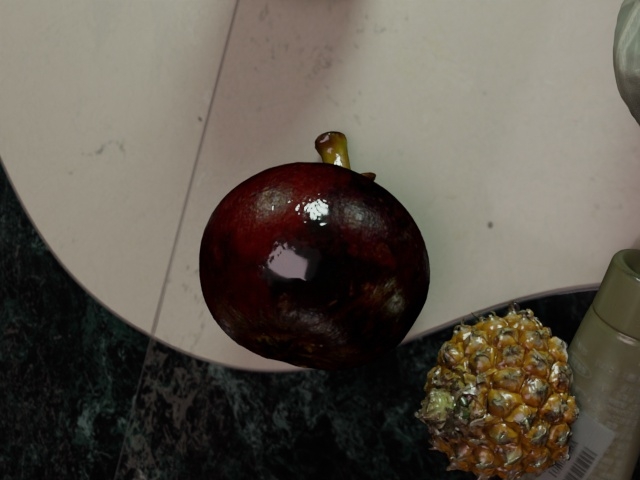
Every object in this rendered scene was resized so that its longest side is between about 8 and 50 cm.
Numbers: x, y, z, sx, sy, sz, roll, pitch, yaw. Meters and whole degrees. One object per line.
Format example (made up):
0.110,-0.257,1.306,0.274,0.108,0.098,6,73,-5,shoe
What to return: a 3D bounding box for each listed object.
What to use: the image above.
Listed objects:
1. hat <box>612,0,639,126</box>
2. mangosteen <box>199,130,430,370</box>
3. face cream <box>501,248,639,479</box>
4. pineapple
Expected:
0.361,-0.150,0.803,0.275,0.161,0.232,26,97,39,hat
0.000,0.000,1.050,0.235,0.235,0.261,-2,56,28,mangosteen
0.265,0.174,0.999,0.137,0.084,0.341,27,119,25,face cream
0.146,0.155,0.987,0.161,0.136,0.176,51,132,45,pineapple
